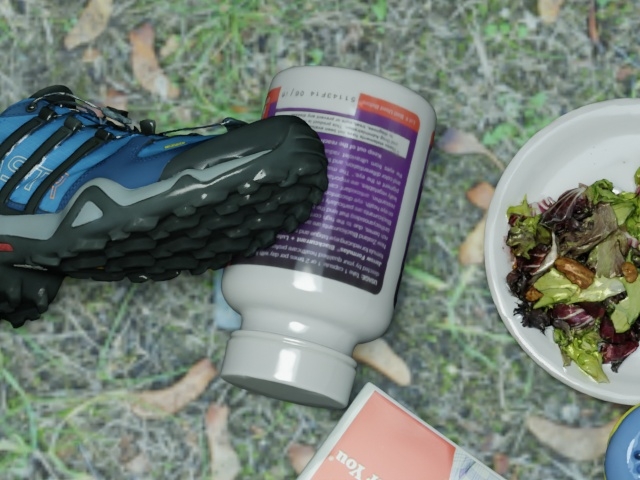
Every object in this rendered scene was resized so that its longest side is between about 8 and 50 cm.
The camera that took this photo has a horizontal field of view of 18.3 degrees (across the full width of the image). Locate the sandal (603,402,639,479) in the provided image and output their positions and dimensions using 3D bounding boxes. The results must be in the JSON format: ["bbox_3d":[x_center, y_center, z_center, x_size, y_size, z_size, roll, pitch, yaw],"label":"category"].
[{"bbox_3d":[0.299,0.205,1.152,0.317,0.138,0.126,41,82,10],"label":"sandal"}]

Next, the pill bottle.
[{"bbox_3d":[0.000,0.000,1.211,0.108,0.108,0.194,13,77,3],"label":"pill bottle"}]

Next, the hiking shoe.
[{"bbox_3d":[-0.138,-0.040,1.170,0.304,0.113,0.132,-15,71,25],"label":"hiking shoe"}]

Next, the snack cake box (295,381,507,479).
[{"bbox_3d":[0.090,0.223,1.171,0.264,0.089,0.152,36,81,8],"label":"snack cake box"}]

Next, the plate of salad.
[{"bbox_3d":[0.203,0.004,1.242,0.199,0.048,0.200,0,78,0],"label":"plate of salad"}]
